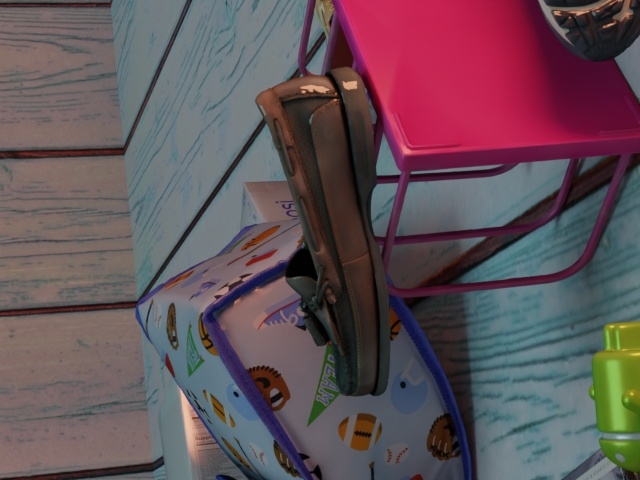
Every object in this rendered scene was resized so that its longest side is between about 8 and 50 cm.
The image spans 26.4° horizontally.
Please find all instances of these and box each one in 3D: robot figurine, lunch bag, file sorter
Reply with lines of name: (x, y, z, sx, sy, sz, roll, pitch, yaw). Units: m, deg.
robot figurine: (0.235, 0.117, 1.003, 0.101, 0.067, 0.115, 155, 111, -82)
lunch bag: (-0.007, 0.187, 1.488, 0.385, 0.239, 0.328, 59, 163, -11)
file sorter: (0.110, -0.115, 1.156, 0.182, 0.202, 0.291, 101, 158, -46)

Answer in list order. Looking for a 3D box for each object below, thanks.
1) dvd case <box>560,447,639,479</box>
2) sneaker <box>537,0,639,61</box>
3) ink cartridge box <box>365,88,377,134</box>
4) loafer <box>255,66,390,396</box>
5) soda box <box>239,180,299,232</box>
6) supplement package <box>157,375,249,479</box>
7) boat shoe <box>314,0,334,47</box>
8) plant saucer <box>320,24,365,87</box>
dvd case: (0.238, 0.291, 1.108, 0.164, 0.018, 0.221, 118, 145, -59)
sneaker: (0.198, -0.260, 1.052, 0.122, 0.110, 0.283, 82, -178, -72)
ink cartridge box: (0.052, -0.181, 1.587, 0.207, 0.046, 0.097, 124, 139, -63)
loafer: (0.000, 0.000, 1.067, 0.096, 0.084, 0.268, -135, 38, -68)
soda box: (-0.028, 0.021, 1.796, 0.286, 0.098, 0.091, -122, 33, -56)
supplement package: (-0.106, 0.324, 1.929, 0.199, 0.198, 0.263, 115, 147, -58)
boat shoe: (0.024, -0.271, 1.667, 0.045, 0.050, 0.135, 139, 116, -65)
plant saucer: (0.061, -0.280, 1.371, 0.259, 0.047, 0.258, 107, -178, -57)
